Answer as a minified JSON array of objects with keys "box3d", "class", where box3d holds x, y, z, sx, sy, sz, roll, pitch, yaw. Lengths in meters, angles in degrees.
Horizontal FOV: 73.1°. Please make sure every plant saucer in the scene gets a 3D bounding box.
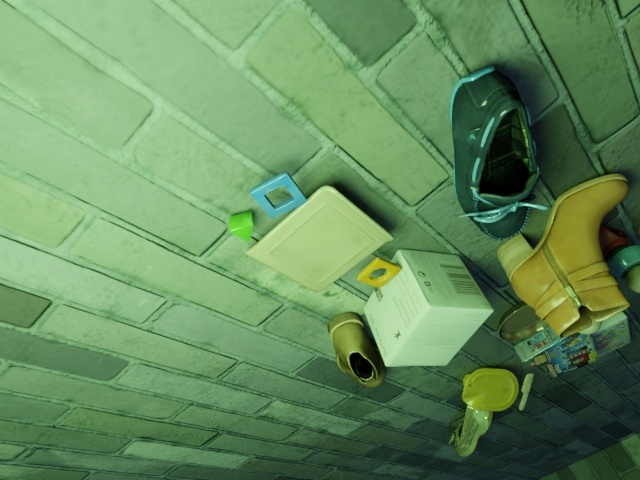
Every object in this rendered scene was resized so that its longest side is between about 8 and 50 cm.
[{"box3d":[0.532,0.199,1.114,0.168,0.029,0.168,-9,135,-9],"class":"plant saucer"}]

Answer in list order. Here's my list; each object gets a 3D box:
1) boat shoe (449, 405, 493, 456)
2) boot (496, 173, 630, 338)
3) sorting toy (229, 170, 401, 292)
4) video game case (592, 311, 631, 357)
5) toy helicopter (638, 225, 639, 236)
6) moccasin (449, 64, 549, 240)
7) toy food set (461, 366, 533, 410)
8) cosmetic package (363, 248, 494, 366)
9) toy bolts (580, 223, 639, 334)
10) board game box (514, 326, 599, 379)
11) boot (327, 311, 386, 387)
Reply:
[{"box3d":[0.514,0.652,1.507,0.089,0.104,0.285,21,128,14],"class":"boat shoe"},{"box3d":[0.491,0.027,0.799,0.283,0.220,0.109,-38,132,18],"class":"boot"},{"box3d":[0.000,0.000,0.741,0.196,0.047,0.347,-36,133,23],"class":"sorting toy"},{"box3d":[0.836,0.322,1.333,0.227,0.026,0.206,-33,134,14],"class":"video game case"},{"box3d":[0.850,-0.111,0.879,0.355,0.140,0.235,-23,127,-11],"class":"toy helicopter"},{"box3d":[0.275,-0.097,0.684,0.137,0.117,0.342,-30,134,11],"class":"moccasin"},{"box3d":[0.512,0.436,1.294,0.217,0.071,0.128,8,93,-12],"class":"toy food set"},{"box3d":[0.204,0.137,0.861,0.151,0.151,0.184,6,129,-23],"class":"cosmetic package"},{"box3d":[0.642,0.100,0.962,0.218,0.159,0.229,6,130,-23],"class":"toy bolts"},{"box3d":[0.665,0.309,1.227,0.194,0.060,0.194,-28,125,13],"class":"board game box"},{"box3d":[0.097,0.294,1.005,0.112,0.115,0.305,-25,137,3],"class":"boot"}]
